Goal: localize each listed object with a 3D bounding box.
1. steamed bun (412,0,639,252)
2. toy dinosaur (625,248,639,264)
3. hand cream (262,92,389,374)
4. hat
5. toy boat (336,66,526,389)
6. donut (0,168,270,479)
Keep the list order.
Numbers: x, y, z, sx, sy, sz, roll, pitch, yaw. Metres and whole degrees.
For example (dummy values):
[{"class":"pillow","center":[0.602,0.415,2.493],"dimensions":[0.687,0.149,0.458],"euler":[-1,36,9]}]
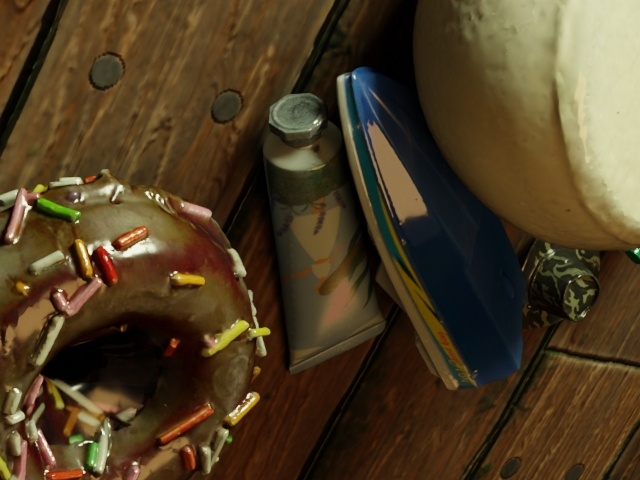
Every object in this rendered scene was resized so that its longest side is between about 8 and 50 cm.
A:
[{"class":"steamed bun","center":[0.169,-0.136,1.052],"dimensions":[0.283,0.177,0.283],"euler":[-13,107,-47]},{"class":"toy dinosaur","center":[0.274,-0.039,1.315],"dimensions":[0.096,0.059,0.132],"euler":[-48,147,-13]},{"class":"hand cream","center":[0.000,0.000,1.123],"dimensions":[0.088,0.055,0.256],"euler":[-28,140,-17]},{"class":"hat","center":[0.204,0.039,1.311],"dimensions":[0.121,0.050,0.121],"euler":[-24,134,-27]},{"class":"toy boat","center":[0.069,-0.020,1.115],"dimensions":[0.088,0.129,0.295],"euler":[-7,141,21]},{"class":"donut","center":[-0.153,0.084,1.014],"dimensions":[0.270,0.103,0.269],"euler":[-21,131,-25]}]
